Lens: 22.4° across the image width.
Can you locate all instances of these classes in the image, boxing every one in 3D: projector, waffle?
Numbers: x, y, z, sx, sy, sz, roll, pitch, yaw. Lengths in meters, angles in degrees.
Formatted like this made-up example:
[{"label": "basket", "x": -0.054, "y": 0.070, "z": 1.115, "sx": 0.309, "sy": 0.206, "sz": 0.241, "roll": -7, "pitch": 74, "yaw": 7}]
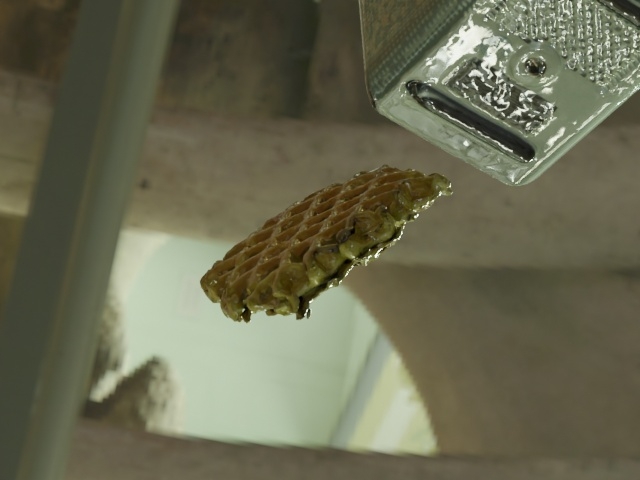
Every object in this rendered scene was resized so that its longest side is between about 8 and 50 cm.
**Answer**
[{"label": "projector", "x": 0.125, "y": -0.185, "z": 1.033, "sx": 0.177, "sy": 0.163, "sz": 0.242, "roll": -42, "pitch": -144, "yaw": 36}, {"label": "waffle", "x": -0.001, "y": -0.002, "z": 1.585, "sx": 0.245, "sy": 0.052, "sz": 0.254, "roll": -37, "pitch": -164, "yaw": -20}]
